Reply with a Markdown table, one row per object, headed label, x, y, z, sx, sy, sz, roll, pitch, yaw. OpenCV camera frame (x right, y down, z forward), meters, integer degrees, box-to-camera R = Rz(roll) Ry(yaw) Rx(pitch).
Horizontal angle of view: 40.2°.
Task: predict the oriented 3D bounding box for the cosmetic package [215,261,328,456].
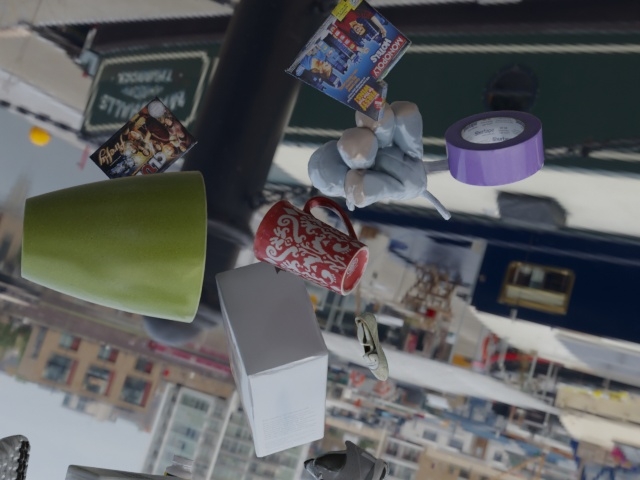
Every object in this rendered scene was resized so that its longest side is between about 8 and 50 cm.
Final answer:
| label | x | y | z | sx | sy | sz | roll | pitch | yaw |
| --- | --- | --- | --- | --- | --- | --- | --- | --- | --- |
| cosmetic package | -0.094 | 0.249 | 1.782 | 0.161 | 0.230 | 0.453 | -15 | 149 | -11 |

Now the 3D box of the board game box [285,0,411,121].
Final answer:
| label | x | y | z | sx | sy | sz | roll | pitch | yaw |
| --- | --- | --- | --- | --- | --- | --- | --- | --- | --- |
| board game box | 0.071 | -0.322 | 1.599 | 0.194 | 0.194 | 0.060 | 43 | -159 | 0 |

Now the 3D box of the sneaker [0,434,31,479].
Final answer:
| label | x | y | z | sx | sy | sz | roll | pitch | yaw |
| --- | --- | --- | --- | --- | --- | --- | --- | --- | --- |
| sneaker | -0.485 | 0.322 | 1.213 | 0.118 | 0.110 | 0.292 | 4 | 166 | -1 |

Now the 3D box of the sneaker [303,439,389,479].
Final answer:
| label | x | y | z | sx | sy | sz | roll | pitch | yaw |
| --- | --- | --- | --- | --- | --- | --- | --- | --- | --- |
| sneaker | 0.008 | 0.451 | 1.530 | 0.132 | 0.228 | 0.086 | 35 | 172 | 15 |

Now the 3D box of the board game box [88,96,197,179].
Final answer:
| label | x | y | z | sx | sy | sz | roll | pitch | yaw |
| --- | --- | --- | --- | --- | --- | --- | --- | --- | --- |
| board game box | -0.476 | -0.246 | 2.354 | 0.165 | 0.243 | 0.042 | 47 | 177 | -14 |

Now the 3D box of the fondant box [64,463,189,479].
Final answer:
| label | x | y | z | sx | sy | sz | roll | pitch | yaw |
| --- | --- | --- | --- | --- | --- | --- | --- | --- | --- |
| fondant box | -0.325 | 0.544 | 1.405 | 0.096 | 0.330 | 0.238 | 3 | 166 | 42 |

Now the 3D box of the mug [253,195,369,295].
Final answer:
| label | x | y | z | sx | sy | sz | roll | pitch | yaw |
| --- | --- | --- | --- | --- | --- | --- | --- | --- | --- |
| mug | -0.004 | 0.000 | 1.463 | 0.169 | 0.150 | 0.113 | 26 | 178 | 22 |

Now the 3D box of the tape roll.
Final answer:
| label | x | y | z | sx | sy | sz | roll | pitch | yaw |
| --- | --- | --- | --- | --- | --- | --- | --- | --- | --- |
| tape roll | 0.346 | -0.185 | 1.736 | 0.189 | 0.189 | 0.080 | 10 | 126 | 34 |

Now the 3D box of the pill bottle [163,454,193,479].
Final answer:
| label | x | y | z | sx | sy | sz | roll | pitch | yaw |
| --- | --- | --- | --- | --- | --- | --- | --- | --- | --- |
| pill bottle | -0.324 | 0.543 | 1.954 | 0.065 | 0.116 | 0.065 | 16 | 168 | 3 |

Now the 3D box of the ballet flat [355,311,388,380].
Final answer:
| label | x | y | z | sx | sy | sz | roll | pitch | yaw |
| --- | --- | --- | --- | --- | --- | --- | --- | --- | --- |
| ballet flat | 0.115 | 0.254 | 2.068 | 0.052 | 0.168 | 0.057 | -9 | 173 | -43 |

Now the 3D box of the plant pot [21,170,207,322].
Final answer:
| label | x | y | z | sx | sy | sz | roll | pitch | yaw |
| --- | --- | --- | --- | --- | --- | --- | --- | --- | --- |
| plant pot | -0.369 | 0.002 | 1.537 | 0.293 | 0.275 | 0.275 | 4 | 173 | -17 |

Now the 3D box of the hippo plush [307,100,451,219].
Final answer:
| label | x | y | z | sx | sy | sz | roll | pitch | yaw |
| --- | --- | --- | --- | --- | --- | --- | --- | --- | --- |
| hippo plush | 0.107 | -0.180 | 1.876 | 0.294 | 0.234 | 0.236 | 6 | -179 | -36 |
